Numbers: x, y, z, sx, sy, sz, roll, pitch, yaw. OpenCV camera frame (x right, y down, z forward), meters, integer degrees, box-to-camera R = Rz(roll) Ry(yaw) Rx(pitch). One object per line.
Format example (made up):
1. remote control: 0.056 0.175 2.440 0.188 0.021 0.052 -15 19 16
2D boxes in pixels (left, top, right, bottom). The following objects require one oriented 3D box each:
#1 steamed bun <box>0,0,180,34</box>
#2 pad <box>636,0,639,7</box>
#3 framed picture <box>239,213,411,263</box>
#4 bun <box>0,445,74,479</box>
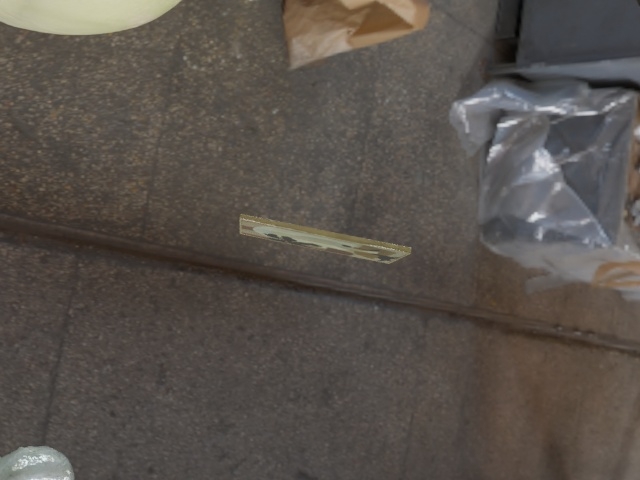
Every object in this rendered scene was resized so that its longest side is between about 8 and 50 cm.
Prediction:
1. steamed bun: -0.191 -0.337 0.670 0.232 0.311 0.334 -8 106 -37
2. pad: 0.252 -0.103 0.520 0.265 0.009 0.159 63 7 -6
3. framed picture: 0.000 0.000 1.010 0.200 0.136 0.010 11 83 -4
4. bun: -0.236 0.193 0.658 0.083 0.045 0.083 -20 143 -16
